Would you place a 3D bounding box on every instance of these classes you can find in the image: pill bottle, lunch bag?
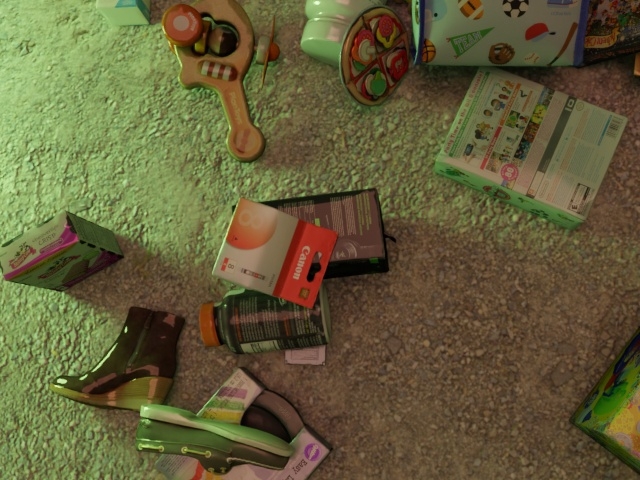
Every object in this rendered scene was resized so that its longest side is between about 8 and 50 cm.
[{"bbox_3d":[0.061,-0.512,1.561,0.161,0.160,0.282,14,83,9],"label":"pill bottle"},{"bbox_3d":[-0.108,0.152,1.488,0.246,0.130,0.130,-7,80,5],"label":"pill bottle"},{"bbox_3d":[0.333,-0.526,1.419,0.328,0.239,0.385,2,112,2],"label":"lunch bag"}]

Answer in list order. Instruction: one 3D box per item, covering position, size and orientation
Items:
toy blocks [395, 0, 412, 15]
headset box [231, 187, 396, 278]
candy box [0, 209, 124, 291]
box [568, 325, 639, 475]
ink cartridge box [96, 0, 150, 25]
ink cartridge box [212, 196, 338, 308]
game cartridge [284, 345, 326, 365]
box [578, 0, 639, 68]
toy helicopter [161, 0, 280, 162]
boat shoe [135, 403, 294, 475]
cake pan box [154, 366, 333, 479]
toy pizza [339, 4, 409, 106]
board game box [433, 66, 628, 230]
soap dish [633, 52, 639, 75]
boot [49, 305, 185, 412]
[{"bbox_3d":[0.189,-0.562,1.607,0.123,0.054,0.148,-45,60,16],"label":"toy blocks"},{"bbox_3d":[0.000,0.000,1.443,0.283,0.246,0.131,-7,81,5],"label":"headset box"},{"bbox_3d":[-0.507,0.027,1.502,0.159,0.233,0.071,-29,78,2],"label":"candy box"},{"bbox_3d":[0.611,0.261,1.312,0.177,0.279,0.290,38,86,11],"label":"box"},{"bbox_3d":[-0.425,-0.554,1.660,0.092,0.090,0.143,0,80,6],"label":"ink cartridge box"},{"bbox_3d":[-0.078,0.022,1.301,0.180,0.045,0.145,18,85,11],"label":"ink cartridge box"},{"bbox_3d":[-0.030,0.222,1.526,0.083,0.017,0.055,2,85,7],"label":"game cartridge"},{"bbox_3d":[0.588,-0.438,1.468,0.044,0.233,0.159,14,79,-33],"label":"box"},{"bbox_3d":[-0.177,-0.340,1.598,0.235,0.140,0.354,-16,90,-5],"label":"toy helicopter"},{"bbox_3d":[-0.199,0.380,1.409,0.305,0.109,0.091,11,82,14],"label":"boat shoe"},{"bbox_3d":[-0.145,0.416,1.483,0.246,0.070,0.267,42,87,9],"label":"cake pan box"},{"bbox_3d":[0.116,-0.365,1.522,0.032,0.201,0.201,22,83,42],"label":"toy pizza"},{"bbox_3d":[0.408,-0.185,1.502,0.304,0.097,0.223,25,83,8],"label":"board game box"},{"bbox_3d":[0.738,-0.438,1.493,0.229,0.118,0.290,8,82,8],"label":"soap dish"},{"bbox_3d":[-0.408,0.236,1.548,0.249,0.090,0.206,6,70,9],"label":"boot"}]
